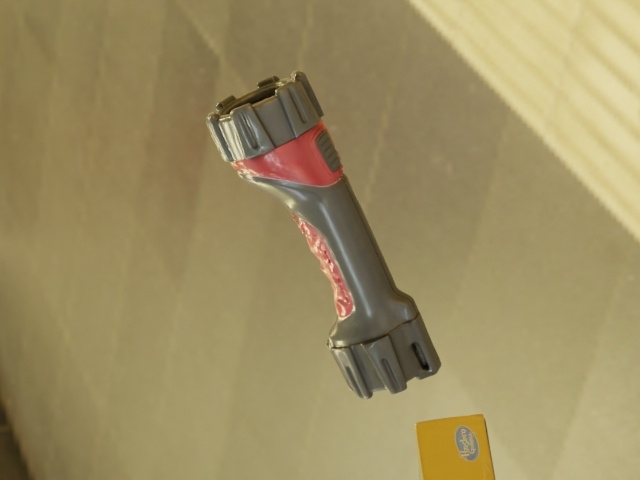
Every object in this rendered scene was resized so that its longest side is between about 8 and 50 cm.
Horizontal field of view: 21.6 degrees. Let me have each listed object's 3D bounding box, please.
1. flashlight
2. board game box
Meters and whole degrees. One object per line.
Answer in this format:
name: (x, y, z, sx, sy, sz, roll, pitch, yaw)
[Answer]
flashlight: (0.000, 0.000, 1.543, 0.304, 0.103, 0.103, 67, 167, -16)
board game box: (0.138, 0.351, 1.487, 0.242, 0.064, 0.316, 81, -178, -53)
